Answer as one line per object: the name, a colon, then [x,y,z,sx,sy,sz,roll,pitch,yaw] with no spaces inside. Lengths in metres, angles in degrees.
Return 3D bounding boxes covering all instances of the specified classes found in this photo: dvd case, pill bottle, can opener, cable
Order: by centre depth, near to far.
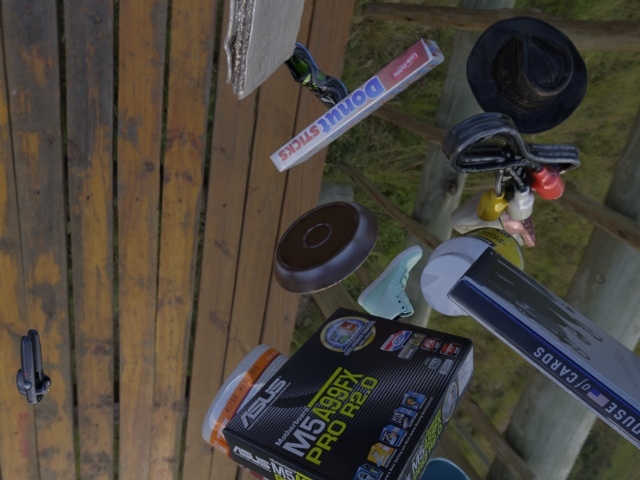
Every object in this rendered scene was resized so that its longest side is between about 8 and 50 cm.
dvd case: [0.236,0.098,0.434,0.029,0.239,0.179,-56,163,21]
cable: [0.227,-0.076,0.530,0.139,0.072,0.287,-22,166,22]
pill bottle: [0.204,0.041,0.636,0.184,0.103,0.103,-14,129,-56]
pill bottle: [-0.015,0.399,0.937,0.392,0.224,0.224,30,108,12]
can opener: [-0.625,0.277,1.025,0.073,0.059,0.186,8,118,-13]

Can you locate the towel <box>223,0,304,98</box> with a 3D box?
towel: [-0.076,-0.370,0.734,0.049,0.187,0.282,30,143,4]

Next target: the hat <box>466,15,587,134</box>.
hat: [0.550,-0.454,1.236,0.331,0.134,0.331,0,86,7]

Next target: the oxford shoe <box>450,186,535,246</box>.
oxford shoe: [0.397,-0.051,1.082,0.147,0.140,0.397,-15,165,27]

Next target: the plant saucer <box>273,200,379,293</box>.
plant saucer: [0.000,0.000,1.226,0.311,0.310,0.050,-35,125,-1]

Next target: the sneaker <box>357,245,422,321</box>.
sneaker: [0.252,0.143,1.432,0.256,0.151,0.094,-46,151,-2]

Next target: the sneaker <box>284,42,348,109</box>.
sneaker: [-0.017,-0.347,1.035,0.188,0.078,0.067,44,131,-8]

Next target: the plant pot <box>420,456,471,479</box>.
plant pot: [0.127,0.483,0.668,0.195,0.290,0.290,-31,128,27]

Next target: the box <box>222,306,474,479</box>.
box: [0.047,0.201,0.607,0.270,0.216,0.060,-38,128,-44]

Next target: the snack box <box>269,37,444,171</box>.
snack box: [0.032,-0.125,0.453,0.178,0.064,0.022,-31,94,29]
